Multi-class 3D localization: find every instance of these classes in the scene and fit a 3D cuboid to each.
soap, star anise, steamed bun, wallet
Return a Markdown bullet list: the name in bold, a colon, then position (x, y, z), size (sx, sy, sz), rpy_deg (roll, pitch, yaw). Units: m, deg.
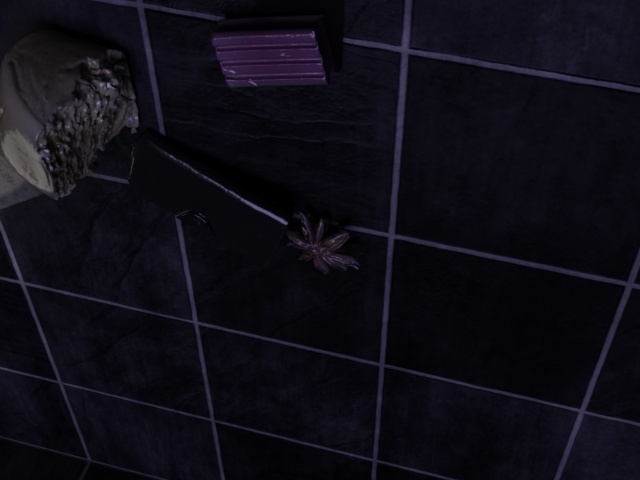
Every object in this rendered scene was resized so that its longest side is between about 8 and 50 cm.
- **soap**: position (-0.084, -0.338, 1.761), size (0.203, 0.065, 0.122), rpy_deg (3, 136, 20)
- **star anise**: position (0.000, 0.000, 2.139), size (0.195, 0.065, 0.182), rpy_deg (-11, 130, 48)
- **steamed bun**: position (-0.525, -0.237, 1.931), size (0.274, 0.272, 0.290), rpy_deg (21, 138, 0)
- **wallet**: position (-0.247, -0.088, 2.128), size (0.378, 0.051, 0.197), rpy_deg (31, 140, 1)

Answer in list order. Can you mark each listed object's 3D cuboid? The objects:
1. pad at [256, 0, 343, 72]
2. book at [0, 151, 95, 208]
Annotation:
- **pad**: position (-0.036, -0.411, 1.720), size (0.160, 0.009, 0.265), rpy_deg (12, 139, 10)
- **book**: position (-0.724, -0.199, 2.243), size (0.389, 0.032, 0.269), rpy_deg (-16, 130, 37)
